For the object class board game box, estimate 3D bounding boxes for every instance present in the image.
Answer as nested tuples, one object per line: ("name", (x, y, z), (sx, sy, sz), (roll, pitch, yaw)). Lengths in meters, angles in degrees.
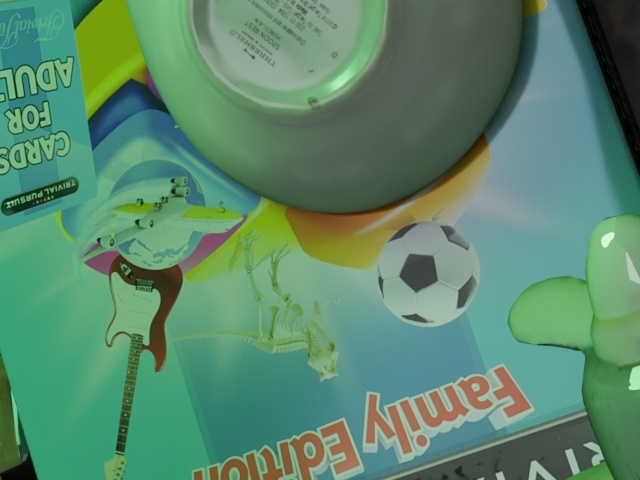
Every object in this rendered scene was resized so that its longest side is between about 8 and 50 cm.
("board game box", (0.000, 0.000, 0.652), (0.254, 0.079, 0.336), (-21, 80, 16))

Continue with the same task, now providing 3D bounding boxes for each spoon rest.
("spoon rest", (-0.049, -0.125, 0.601), (0.276, 0.084, 0.137), (42, 106, 3))

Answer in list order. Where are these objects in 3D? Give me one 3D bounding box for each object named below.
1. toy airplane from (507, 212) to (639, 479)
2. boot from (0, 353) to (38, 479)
("toy airplane", (0.258, -0.001, 0.461), (0.384, 0.272, 0.386), (19, 86, 8))
("boot", (-0.139, 0.153, 0.666), (0.106, 0.082, 0.219), (-23, 51, 18))
